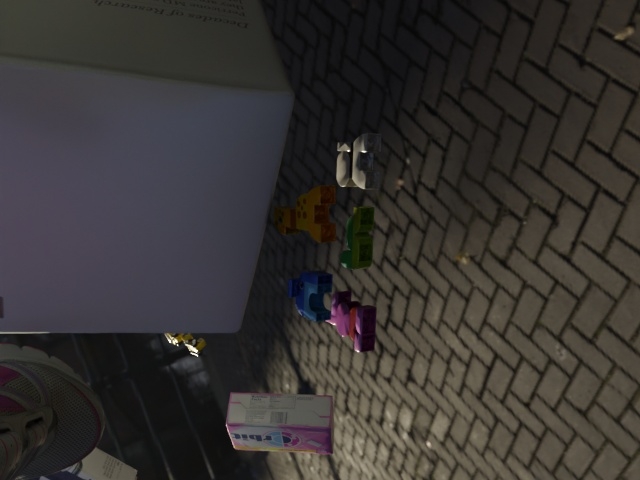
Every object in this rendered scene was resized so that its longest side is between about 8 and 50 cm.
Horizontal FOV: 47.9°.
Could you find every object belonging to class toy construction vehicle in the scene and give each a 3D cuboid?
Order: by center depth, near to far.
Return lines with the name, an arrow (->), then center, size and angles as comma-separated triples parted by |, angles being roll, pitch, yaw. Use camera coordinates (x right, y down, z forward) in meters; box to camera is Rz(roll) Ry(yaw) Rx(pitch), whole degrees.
toy construction vehicle -> -0.240, 0.151, 1.240 | 0.098, 0.035, 0.086 | 3, 128, 51

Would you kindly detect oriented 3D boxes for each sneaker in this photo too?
sneaker -> -0.225, 0.129, 0.433 | 0.111, 0.252, 0.103 | 35, 99, 32

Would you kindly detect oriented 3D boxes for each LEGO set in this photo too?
LEGO set -> 0.000, 0.000, 0.762 | 0.093, 0.087, 0.227 | 13, 103, 55

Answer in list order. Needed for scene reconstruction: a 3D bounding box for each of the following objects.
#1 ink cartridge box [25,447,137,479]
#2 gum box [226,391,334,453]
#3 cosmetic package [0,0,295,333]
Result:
ink cartridge box -> -0.435, 0.394, 1.126 | 0.237, 0.172, 0.100 | 33, -179, -9
gum box -> -0.072, 0.318, 1.252 | 0.107, 0.188, 0.062 | 86, -173, -50
cosmetic package -> -0.249, -0.142, 0.825 | 0.394, 0.327, 0.330 | -108, 27, -47
